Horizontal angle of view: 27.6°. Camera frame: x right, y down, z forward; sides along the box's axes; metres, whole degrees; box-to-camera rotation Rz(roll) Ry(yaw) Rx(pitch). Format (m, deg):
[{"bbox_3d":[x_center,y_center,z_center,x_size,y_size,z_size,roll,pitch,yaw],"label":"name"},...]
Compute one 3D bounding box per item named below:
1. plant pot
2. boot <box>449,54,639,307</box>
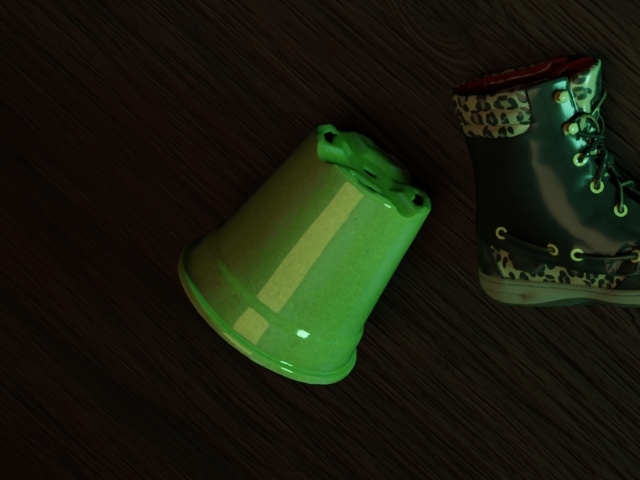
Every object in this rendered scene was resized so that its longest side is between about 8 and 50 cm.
[{"bbox_3d":[0.000,0.000,1.673,0.276,0.276,0.254,39,112,4],"label":"plant pot"},{"bbox_3d":[0.337,-0.073,1.533,0.378,0.138,0.284,-4,111,33],"label":"boot"}]
